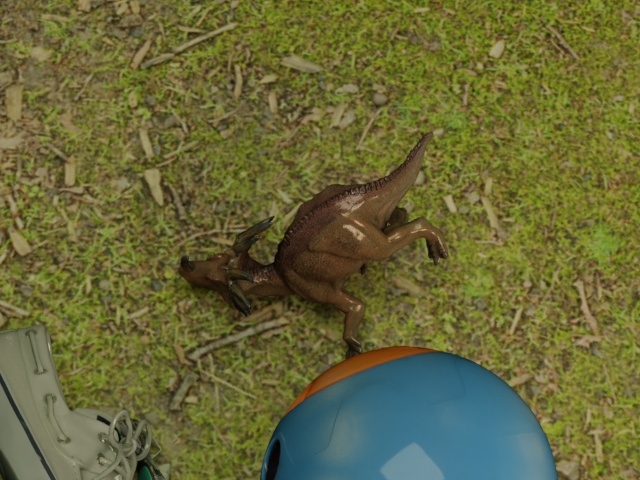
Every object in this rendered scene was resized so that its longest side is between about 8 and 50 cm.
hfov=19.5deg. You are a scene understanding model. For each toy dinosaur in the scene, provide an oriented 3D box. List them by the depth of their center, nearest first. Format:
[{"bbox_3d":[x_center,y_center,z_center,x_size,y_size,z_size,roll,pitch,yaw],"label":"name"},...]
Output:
[{"bbox_3d":[0.000,0.000,1.945,0.200,0.296,0.127,25,30,-32],"label":"toy dinosaur"}]

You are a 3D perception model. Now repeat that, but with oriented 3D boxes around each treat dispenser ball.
[{"bbox_3d":[0.085,0.245,1.792,0.288,0.288,0.288,1,65,-2],"label":"treat dispenser ball"}]

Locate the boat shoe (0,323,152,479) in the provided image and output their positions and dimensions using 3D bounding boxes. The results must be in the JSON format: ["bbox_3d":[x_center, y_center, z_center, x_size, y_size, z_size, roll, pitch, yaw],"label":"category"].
[{"bbox_3d":[-0.238,0.213,1.857,0.156,0.136,0.367,-21,43,-16],"label":"boat shoe"}]

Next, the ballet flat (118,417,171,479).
[{"bbox_3d":[-0.177,0.231,1.928,0.041,0.041,0.114,-26,69,-14],"label":"ballet flat"}]
